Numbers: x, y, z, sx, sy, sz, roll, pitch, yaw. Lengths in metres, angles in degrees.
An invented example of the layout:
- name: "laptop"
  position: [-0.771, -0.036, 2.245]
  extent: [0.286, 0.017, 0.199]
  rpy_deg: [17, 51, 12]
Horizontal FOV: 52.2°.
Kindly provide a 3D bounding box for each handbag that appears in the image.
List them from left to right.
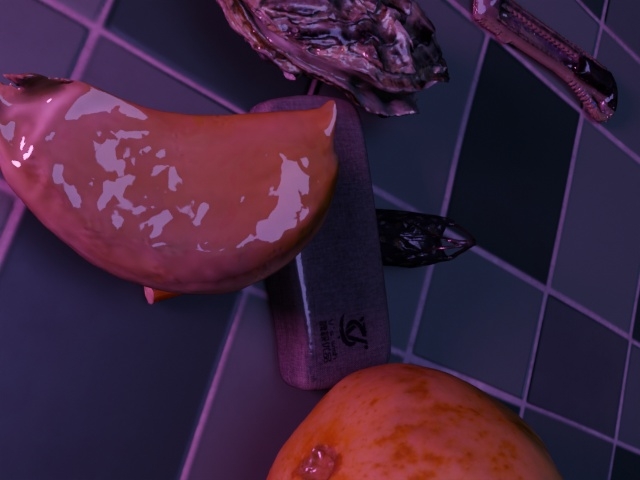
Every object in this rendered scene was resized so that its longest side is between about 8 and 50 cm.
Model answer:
- name: "handbag"
  position: [0.125, 0.002, 0.786]
  extent: [0.115, 0.139, 0.072]
  rpy_deg: [5, 92, -35]

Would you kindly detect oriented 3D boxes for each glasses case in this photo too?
- name: "glasses case"
  position: [0.000, 0.000, 0.738]
  extent: [0.131, 0.074, 0.323]
  rpy_deg: [-8, 92, -34]

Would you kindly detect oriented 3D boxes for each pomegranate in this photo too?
- name: "pomegranate"
  position: [0.109, 0.298, 0.639]
  extent: [0.342, 0.342, 0.343]
  rpy_deg: [3, 85, -35]

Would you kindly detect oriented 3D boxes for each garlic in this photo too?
- name: "garlic"
  position: [-0.155, -0.064, 0.586]
  extent: [0.338, 0.151, 0.196]
  rpy_deg: [10, 104, -15]

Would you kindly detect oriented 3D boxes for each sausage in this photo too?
- name: "sausage"
  position: [-0.128, 0.036, 0.672]
  extent: [0.107, 0.031, 0.031]
  rpy_deg: [-16, 96, -34]

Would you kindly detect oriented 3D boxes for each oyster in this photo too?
- name: "oyster"
  position: [0.006, -0.242, 0.708]
  extent: [0.350, 0.162, 0.158]
  rpy_deg: [27, 95, -36]

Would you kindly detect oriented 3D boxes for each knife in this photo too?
- name: "knife"
  position: [0.373, -0.295, 1.039]
  extent: [0.365, 0.043, 0.089]
  rpy_deg: [23, 73, -31]
